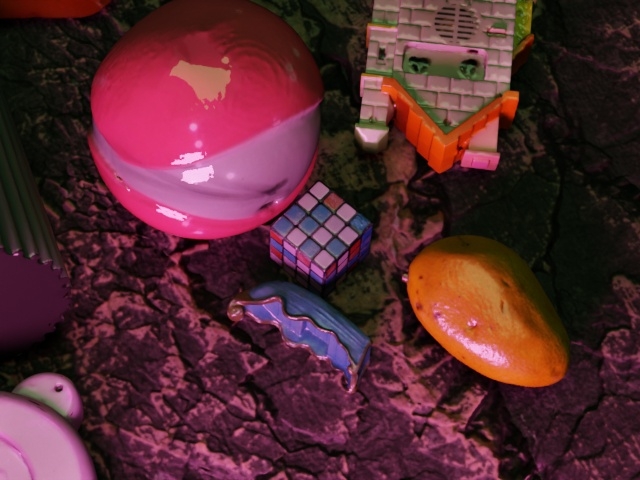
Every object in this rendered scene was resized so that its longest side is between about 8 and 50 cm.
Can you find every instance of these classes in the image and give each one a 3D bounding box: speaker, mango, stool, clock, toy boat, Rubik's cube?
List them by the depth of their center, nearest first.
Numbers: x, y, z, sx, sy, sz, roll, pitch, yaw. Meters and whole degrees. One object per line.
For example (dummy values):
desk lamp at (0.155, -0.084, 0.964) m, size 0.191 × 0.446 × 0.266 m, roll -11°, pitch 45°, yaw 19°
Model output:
clock at (-0.401, 0.301, 1.543) m, size 0.322 × 0.113 × 0.295 m, roll -16°, pitch 67°, yaw -11°
stool at (-0.467, -0.046, 1.611) m, size 0.297 × 0.297 × 0.330 m, roll -15°, pitch 62°, yaw -9°
speaker at (-0.132, -0.152, 1.652) m, size 0.294 × 0.294 × 0.294 m, roll 1°, pitch 65°, yaw -2°
toy boat at (-0.024, 0.111, 1.662) m, size 0.185 × 0.075 × 0.077 m, roll 37°, pitch 61°, yaw 17°
mango at (0.208, 0.084, 1.665) m, size 0.227 × 0.109 × 0.147 m, roll 39°, pitch 66°, yaw 13°
Rubik's cube at (0.000, 0.000, 1.705) m, size 0.092 × 0.092 × 0.092 m, roll 39°, pitch 70°, yaw 15°
clock at (0.162, -0.217, 1.812) m, size 0.220 × 0.106 × 0.255 m, roll 7°, pitch 70°, yaw 3°

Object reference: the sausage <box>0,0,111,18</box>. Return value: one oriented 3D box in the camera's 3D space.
sausage at (-0.446, -0.347, 1.850) m, size 0.348 × 0.094 × 0.097 m, roll -4°, pitch 69°, yaw -4°
